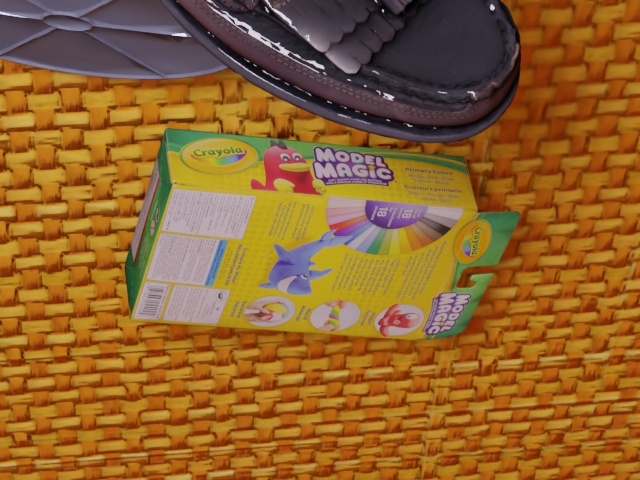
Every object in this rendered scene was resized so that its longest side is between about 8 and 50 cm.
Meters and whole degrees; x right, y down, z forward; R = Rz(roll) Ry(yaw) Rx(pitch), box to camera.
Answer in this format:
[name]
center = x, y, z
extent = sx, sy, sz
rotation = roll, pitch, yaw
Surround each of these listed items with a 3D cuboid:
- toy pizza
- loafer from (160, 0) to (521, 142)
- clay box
[toy pizza]
center = -0.128, -0.127, 0.997
extent = 0.201, 0.032, 0.201
rotation = 6, 168, 1
[loafer]
center = -0.037, -0.155, 0.867
extent = 0.302, 0.109, 0.095
rotation = 37, 160, 7
[clay box]
center = 0.000, 0.000, 1.201
extent = 0.222, 0.053, 0.127
rotation = 4, 137, -18
